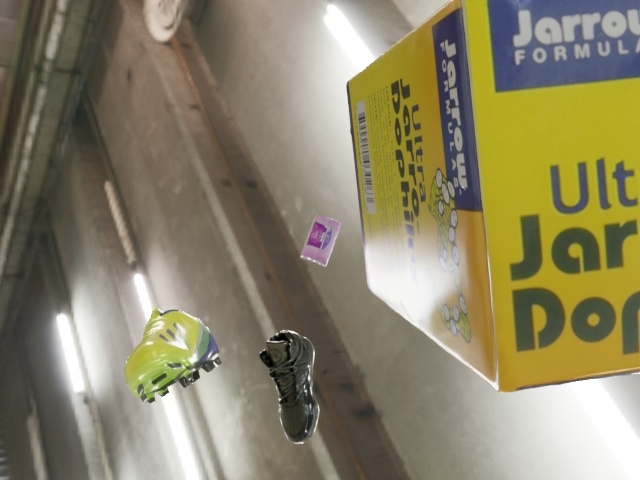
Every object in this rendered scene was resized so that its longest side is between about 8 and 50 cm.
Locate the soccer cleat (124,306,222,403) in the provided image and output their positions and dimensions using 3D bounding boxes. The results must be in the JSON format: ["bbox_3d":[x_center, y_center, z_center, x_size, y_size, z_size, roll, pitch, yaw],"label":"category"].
[{"bbox_3d":[-0.220,0.149,1.128,0.121,0.093,0.289,57,3,7],"label":"soccer cleat"}]

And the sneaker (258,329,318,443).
[{"bbox_3d":[-0.066,0.276,1.573,0.087,0.130,0.227,-17,-125,25],"label":"sneaker"}]

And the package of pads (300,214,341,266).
[{"bbox_3d":[0.000,0.000,1.430,0.032,0.050,0.083,114,-4,-77],"label":"package of pads"}]

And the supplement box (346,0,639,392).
[{"bbox_3d":[0.145,-0.046,0.553,0.356,0.194,0.195,-145,-132,-82],"label":"supplement box"}]
